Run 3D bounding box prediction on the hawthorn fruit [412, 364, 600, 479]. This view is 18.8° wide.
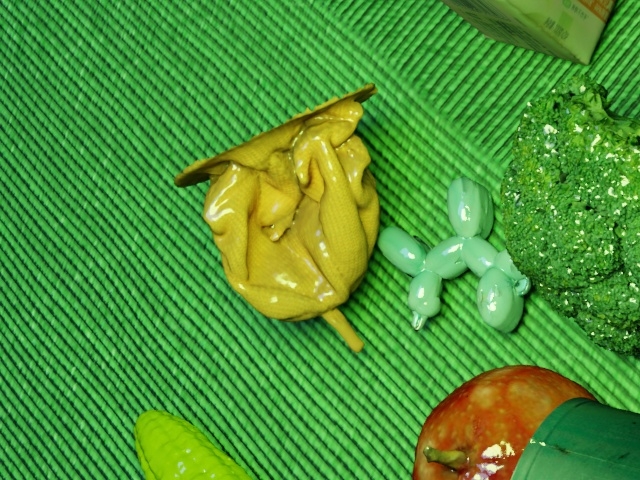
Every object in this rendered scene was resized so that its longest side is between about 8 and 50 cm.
[{"bbox_3d":[0.157,0.198,1.714,0.196,0.225,0.197,-7,78,35],"label":"hawthorn fruit"}]

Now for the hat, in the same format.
[{"bbox_3d":[0.000,0.000,1.898,0.244,0.233,0.233,-25,88,19],"label":"hat"}]

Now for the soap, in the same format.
[{"bbox_3d":[0.201,-0.291,1.843,0.138,0.199,0.182,22,88,36],"label":"soap"}]

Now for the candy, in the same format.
[{"bbox_3d":[-0.126,0.245,1.951,0.097,0.096,0.209,-50,53,9],"label":"candy"}]

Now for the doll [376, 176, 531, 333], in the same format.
[{"bbox_3d":[0.145,0.022,1.871,0.159,0.059,0.159,-29,62,19],"label":"doll"}]

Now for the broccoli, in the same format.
[{"bbox_3d":[0.280,-0.024,1.720,0.241,0.261,0.269,-20,36,-3],"label":"broccoli"}]

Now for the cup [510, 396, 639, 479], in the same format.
[{"bbox_3d":[0.310,0.299,1.513,0.292,0.242,0.308,10,105,30],"label":"cup"}]
